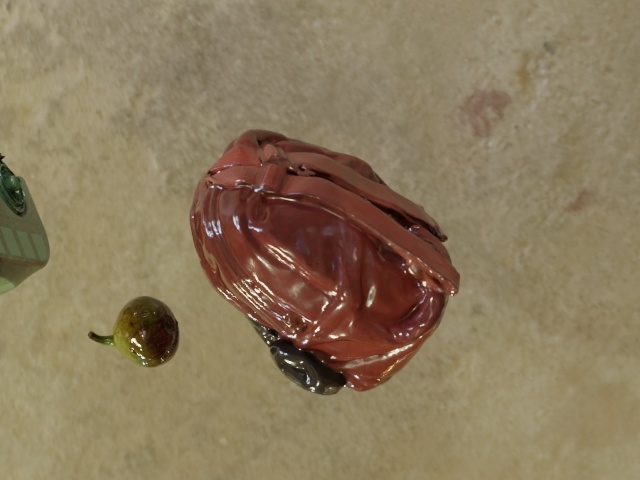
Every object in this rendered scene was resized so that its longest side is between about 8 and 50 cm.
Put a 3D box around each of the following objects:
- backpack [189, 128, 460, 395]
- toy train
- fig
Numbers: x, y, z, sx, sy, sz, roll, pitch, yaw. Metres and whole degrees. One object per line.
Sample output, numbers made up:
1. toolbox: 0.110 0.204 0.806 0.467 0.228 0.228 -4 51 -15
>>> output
1. backpack: -0.002 0.001 0.901 0.229 0.229 0.139 24 128 -25
2. toy train: -0.398 -0.015 1.225 0.129 0.326 0.159 -22 83 5
3. fig: -0.215 0.112 1.345 0.098 0.082 0.084 -16 159 29
